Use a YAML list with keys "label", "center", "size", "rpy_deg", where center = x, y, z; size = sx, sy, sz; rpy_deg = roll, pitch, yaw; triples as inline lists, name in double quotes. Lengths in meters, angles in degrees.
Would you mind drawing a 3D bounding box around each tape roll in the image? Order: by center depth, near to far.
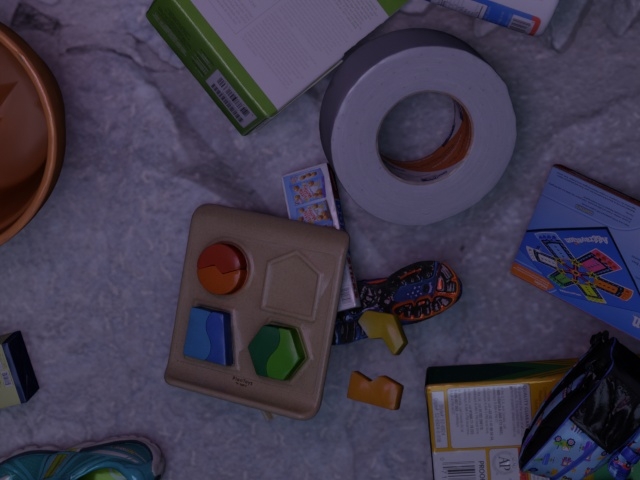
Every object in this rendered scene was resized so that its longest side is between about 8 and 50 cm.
- label: "tape roll"
  center: [0.112, -0.130, 1.545]
  size: [0.219, 0.072, 0.219]
  rpy_deg: [-5, 116, -9]

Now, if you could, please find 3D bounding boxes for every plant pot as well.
- label: "plant pot"
  center: [-0.421, -0.136, 1.568]
  size: [0.290, 0.203, 0.291]
  rpy_deg: [1, 102, 6]

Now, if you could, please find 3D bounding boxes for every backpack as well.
- label: "backpack"
  center: [0.305, 0.208, 1.509]
  size: [0.117, 0.158, 0.173]
  rpy_deg: [38, 106, 4]

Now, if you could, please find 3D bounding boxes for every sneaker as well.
- label: "sneaker"
  center: [0.075, 0.081, 1.629]
  size: [0.221, 0.087, 0.083]
  rpy_deg: [-11, 78, 24]
- label: "sneaker"
  center: [-0.334, 0.315, 1.707]
  size: [0.275, 0.110, 0.107]
  rpy_deg: [-18, 100, 10]

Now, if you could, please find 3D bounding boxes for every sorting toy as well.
- label: "sorting toy"
  center: [-0.039, 0.091, 1.584]
  size: [0.307, 0.041, 0.229]
  rpy_deg: [12, 91, 24]

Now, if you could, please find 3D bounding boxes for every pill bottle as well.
- label: "pill bottle"
  center: [0.165, -0.320, 1.508]
  size: [0.221, 0.124, 0.124]
  rpy_deg: [19, 104, 1]

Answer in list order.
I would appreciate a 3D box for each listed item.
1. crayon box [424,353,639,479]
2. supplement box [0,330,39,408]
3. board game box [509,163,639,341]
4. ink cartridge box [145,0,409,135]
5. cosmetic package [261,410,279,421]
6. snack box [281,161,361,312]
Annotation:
- label: "crayon box"
  center: [0.297, 0.252, 1.642]
  size: [0.322, 0.083, 0.203]
  rpy_deg: [-4, 102, 7]
- label: "supplement box"
  center: [-0.416, 0.170, 1.710]
  size: [0.083, 0.056, 0.083]
  rpy_deg: [-14, 101, 9]
- label: "board game box"
  center: [0.362, 0.033, 1.542]
  size: [0.281, 0.027, 0.145]
  rpy_deg: [30, 107, 31]
- label: "ink cartridge box"
  center: [-0.042, -0.275, 1.564]
  size: [0.255, 0.097, 0.189]
  rpy_deg: [-41, 96, -22]
- label: "cosmetic package"
  center: [-0.072, 0.161, 1.672]
  size: [0.041, 0.060, 0.115]
  rpy_deg: [-25, 97, 12]
- label: "snack box"
  center: [0.000, 0.000, 1.610]
  size: [0.064, 0.022, 0.178]
  rpy_deg: [-15, 79, 23]
